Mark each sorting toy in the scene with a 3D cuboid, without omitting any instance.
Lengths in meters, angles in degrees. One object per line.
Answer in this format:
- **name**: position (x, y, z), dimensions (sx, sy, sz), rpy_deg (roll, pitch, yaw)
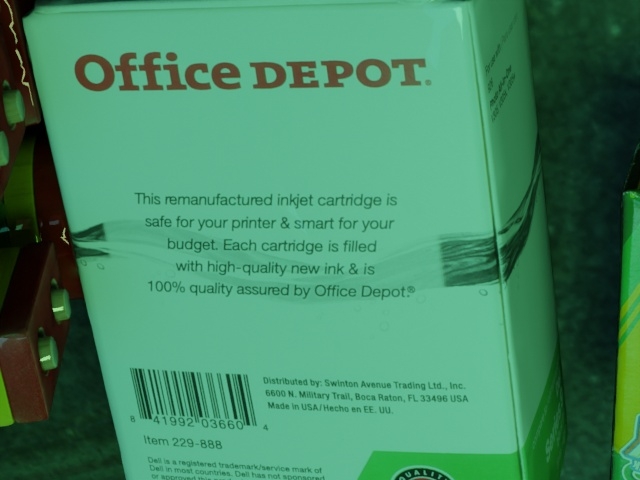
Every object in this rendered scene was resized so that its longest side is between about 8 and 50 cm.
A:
- **sorting toy**: position (-0.169, -0.042, 0.813), dimensions (0.089, 0.255, 0.257), rpy_deg (-8, 116, 3)

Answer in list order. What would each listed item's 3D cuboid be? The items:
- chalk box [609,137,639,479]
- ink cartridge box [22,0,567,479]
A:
- **chalk box**: position (0.206, 0.050, 0.791), dimensions (0.132, 0.132, 0.213), rpy_deg (6, 120, 17)
- **ink cartridge box**: position (0.000, 0.000, 0.841), dimensions (0.211, 0.121, 0.289), rpy_deg (1, 118, 19)
